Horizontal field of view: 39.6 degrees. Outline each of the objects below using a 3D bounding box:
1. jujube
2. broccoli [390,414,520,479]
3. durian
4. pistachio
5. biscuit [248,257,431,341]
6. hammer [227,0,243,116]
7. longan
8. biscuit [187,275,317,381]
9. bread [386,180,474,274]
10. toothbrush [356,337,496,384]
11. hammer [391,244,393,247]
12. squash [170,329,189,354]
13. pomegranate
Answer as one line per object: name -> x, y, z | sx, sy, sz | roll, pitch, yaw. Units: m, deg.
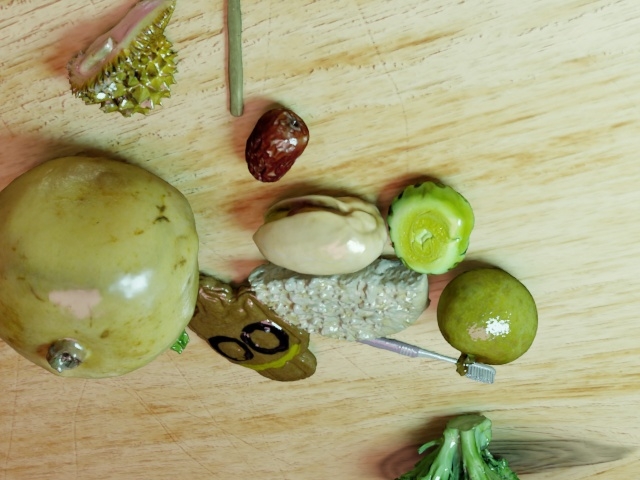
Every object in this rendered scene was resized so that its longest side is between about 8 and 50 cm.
jujube -> -0.064, -0.129, 1.227 | 0.077, 0.077, 0.129 | 24, 147, -10
broccoli -> 0.263, 0.442, 1.626 | 0.262, 0.269, 0.241 | 4, 104, 41
durian -> -0.250, -0.230, 1.163 | 0.140, 0.078, 0.224 | 31, 135, -17
pistachio -> 0.000, 0.000, 1.306 | 0.201, 0.117, 0.145 | -8, 137, 23
biscuit -> 0.036, 0.094, 1.420 | 0.281, 0.084, 0.179 | 3, 140, 15
hammer -> -0.116, -0.244, 1.161 | 0.062, 0.013, 0.198 | 10, 136, 5
longan -> 0.246, 0.125, 1.334 | 0.155, 0.176, 0.145 | 24, 173, 2
biscuit -> -0.122, 0.160, 1.541 | 0.208, 0.041, 0.290 | -20, 127, 38
bread -> 0.159, -0.019, 1.263 | 0.130, 0.071, 0.139 | 4, 117, 29
toothbrush -> 0.132, 0.188, 1.525 | 0.354, 0.029, 0.024 | 16, 133, -1
hammer -> 0.153, -0.014, 1.329 | 0.029, 0.014, 0.123 | 46, 132, -15
squash -> -0.307, 0.117, 1.533 | 0.068, 0.077, 0.219 | -41, 115, 3
pomegranate -> -0.336, 0.043, 1.298 | 0.333, 0.332, 0.332 | 7, 136, 7
